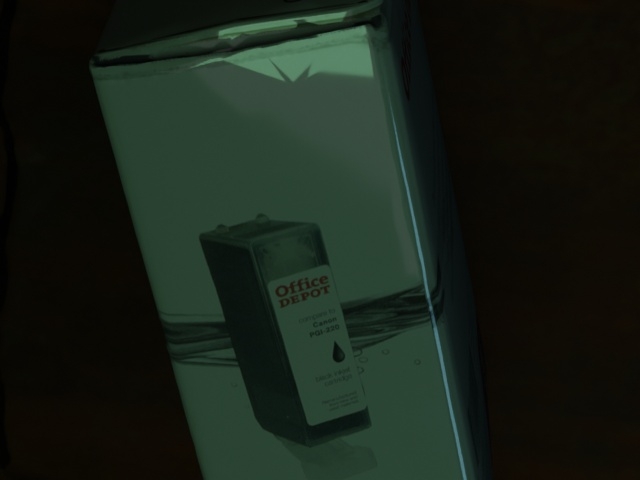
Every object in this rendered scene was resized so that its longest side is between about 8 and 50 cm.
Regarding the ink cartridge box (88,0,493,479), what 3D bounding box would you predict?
[{"bbox_3d":[0.000,0.000,0.625,0.092,0.158,0.218,-7,117,7],"label":"ink cartridge box"}]
